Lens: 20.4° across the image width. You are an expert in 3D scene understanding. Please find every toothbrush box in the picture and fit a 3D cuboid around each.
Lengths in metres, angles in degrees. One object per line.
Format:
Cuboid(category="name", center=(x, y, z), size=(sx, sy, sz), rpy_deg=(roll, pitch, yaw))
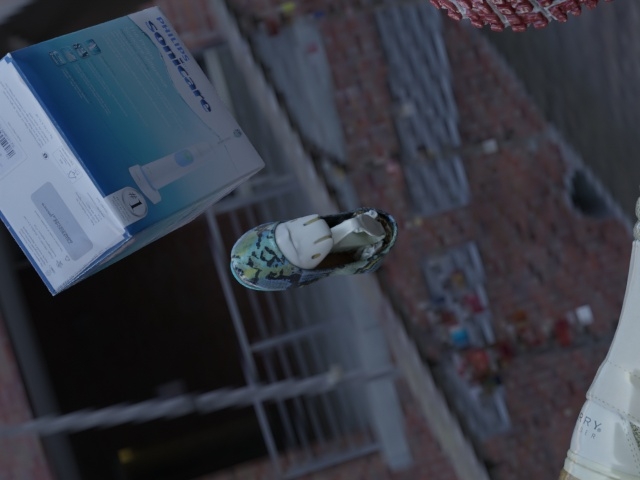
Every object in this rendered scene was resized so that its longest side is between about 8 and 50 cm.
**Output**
Cuboid(category="toothbrush box", center=(-0.218, -0.101, 1.838), size=(0.216, 0.126, 0.295), rpy_deg=(55, -149, 0))

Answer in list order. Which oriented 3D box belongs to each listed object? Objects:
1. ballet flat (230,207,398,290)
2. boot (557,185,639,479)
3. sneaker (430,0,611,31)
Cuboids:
Cuboid(category="ballet flat", center=(0.000, 0.000, 1.552), size=(0.070, 0.188, 0.070), rpy_deg=(8, 103, 37))
Cuboid(category="boot", center=(0.279, 0.075, 0.982), size=(0.095, 0.262, 0.203), rpy_deg=(-123, 46, -87))
Cuboid(category="sneaker", center=(0.168, -0.204, 1.200), size=(0.088, 0.225, 0.093), rpy_deg=(79, -176, -62))
